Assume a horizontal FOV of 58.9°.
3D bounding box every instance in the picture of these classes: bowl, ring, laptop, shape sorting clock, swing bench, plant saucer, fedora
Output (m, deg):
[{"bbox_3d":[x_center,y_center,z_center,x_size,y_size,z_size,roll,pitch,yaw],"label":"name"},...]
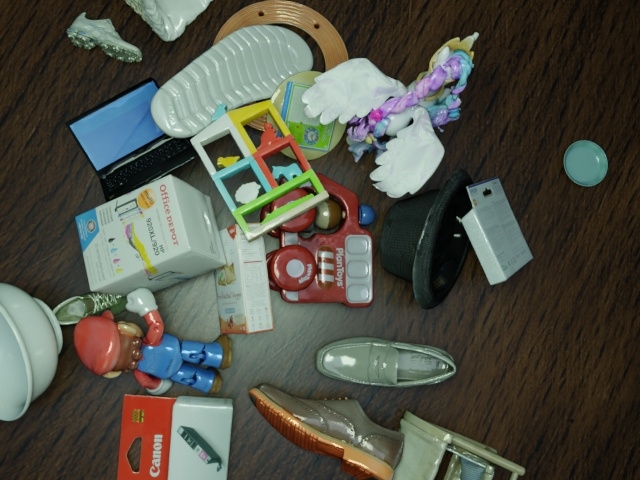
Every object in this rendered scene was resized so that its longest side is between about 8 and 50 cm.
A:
[{"bbox_3d":[-0.634,0.205,1.166,0.298,0.134,0.298,10,111,28],"label":"bowl"},{"bbox_3d":[-0.097,-0.419,1.378,0.337,0.032,0.336,1,84,-6],"label":"ring"},{"bbox_3d":[-0.419,-0.228,1.264,0.234,0.264,0.136,-32,125,-8],"label":"laptop"},{"bbox_3d":[-0.029,-0.290,1.324,0.206,0.040,0.206,-8,114,-19],"label":"shape sorting clock"},{"bbox_3d":[0.264,0.551,1.251,0.255,0.165,0.253,24,82,-3],"label":"swing bench"},{"bbox_3d":[0.674,-0.196,1.451,0.119,0.021,0.119,1,84,-7],"label":"plant saucer"},{"bbox_3d":[0.234,-0.015,1.287,0.152,0.334,0.334,13,81,29],"label":"fedora"}]

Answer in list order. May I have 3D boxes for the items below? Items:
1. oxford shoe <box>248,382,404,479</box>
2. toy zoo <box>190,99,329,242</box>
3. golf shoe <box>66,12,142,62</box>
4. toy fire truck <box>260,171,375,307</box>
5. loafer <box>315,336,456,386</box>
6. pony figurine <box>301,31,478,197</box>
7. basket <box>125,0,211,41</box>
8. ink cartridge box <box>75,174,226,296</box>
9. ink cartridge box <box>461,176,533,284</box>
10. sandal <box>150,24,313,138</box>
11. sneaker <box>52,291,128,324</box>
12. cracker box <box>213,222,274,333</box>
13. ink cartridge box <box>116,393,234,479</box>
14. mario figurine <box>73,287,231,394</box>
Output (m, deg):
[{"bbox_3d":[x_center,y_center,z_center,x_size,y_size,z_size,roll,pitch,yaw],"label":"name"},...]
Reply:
[{"bbox_3d":[0.012,0.403,1.264,0.364,0.130,0.132,28,58,8],"label":"oxford shoe"},{"bbox_3d":[-0.138,-0.166,1.180,0.192,0.030,0.293,-29,80,-9],"label":"toy zoo"},{"bbox_3d":[-0.494,-0.478,1.320,0.176,0.069,0.086,20,76,-5],"label":"golf shoe"},{"bbox_3d":[0.000,0.000,1.281,0.254,0.169,0.302,2,84,-15],"label":"toy fire truck"},{"bbox_3d":[0.150,0.277,1.292,0.319,0.111,0.112,1,84,-7],"label":"loafer"},{"bbox_3d":[0.163,-0.275,1.225,0.351,0.363,0.303,-41,91,-9],"label":"pony figurine"},{"bbox_3d":[-0.347,-0.687,1.232,0.266,0.328,0.331,40,81,3],"label":"basket"},{"bbox_3d":[-0.349,-0.001,1.186,0.233,0.168,0.171,-22,74,11],"label":"ink cartridge box"},{"bbox_3d":[0.405,-0.029,1.322,0.223,0.045,0.224,-18,85,-53],"label":"ink cartridge box"},{"bbox_3d":[-0.206,-0.366,1.288,0.416,0.102,0.169,-32,99,-24],"label":"sandal"},{"bbox_3d":[-0.495,0.143,1.241,0.192,0.086,0.064,-19,86,-9],"label":"sneaker"},{"bbox_3d":[-0.177,0.087,1.246,0.067,0.156,0.232,-3,83,-31],"label":"cracker box"},{"bbox_3d":[-0.318,0.476,1.223,0.239,0.060,0.275,5,92,-7],"label":"ink cartridge box"},{"bbox_3d":[-0.360,0.221,1.217,0.320,0.170,0.198,20,66,-24],"label":"mario figurine"}]
